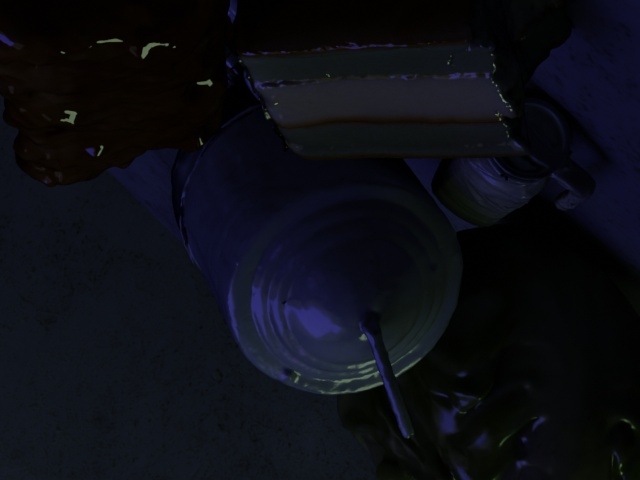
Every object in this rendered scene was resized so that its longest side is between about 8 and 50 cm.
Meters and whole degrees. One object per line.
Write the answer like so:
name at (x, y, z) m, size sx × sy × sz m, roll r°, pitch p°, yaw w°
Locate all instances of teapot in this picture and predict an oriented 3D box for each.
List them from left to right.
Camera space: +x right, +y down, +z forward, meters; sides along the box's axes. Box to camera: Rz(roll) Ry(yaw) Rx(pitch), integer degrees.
teapot at (0.161, -0.055, 1.500) m, size 0.107 × 0.077 × 0.200 m, roll 38°, pitch 170°, yaw 0°

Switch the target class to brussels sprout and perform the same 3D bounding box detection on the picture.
brussels sprout at (0.160, 0.142, 1.699) m, size 0.328 × 0.247 × 0.328 m, roll 22°, pitch 115°, yaw 59°

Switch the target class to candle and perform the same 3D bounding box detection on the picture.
candle at (0.000, 0.000, 1.599) m, size 0.221 × 0.221 × 0.342 m, roll 48°, pitch -176°, yaw -30°

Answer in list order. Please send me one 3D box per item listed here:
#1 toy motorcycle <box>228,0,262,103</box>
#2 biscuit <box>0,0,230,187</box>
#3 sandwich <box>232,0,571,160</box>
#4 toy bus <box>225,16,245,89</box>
toy motorcycle at (0.002, -0.183, 1.522) m, size 0.260 × 0.110 × 0.171 m, roll 44°, pitch 156°, yaw 31°
biscuit at (-0.145, -0.234, 1.217) m, size 0.395 × 0.166 × 0.343 m, roll 122°, pitch 143°, yaw -80°
sandwich at (0.068, -0.184, 1.250) m, size 0.198 × 0.227 × 0.155 m, roll -1°, pitch 151°, yaw 17°
toy bus at (-0.100, -0.208, 1.763) m, size 0.114 × 0.098 × 0.201 m, roll 46°, pitch 168°, yaw -11°
